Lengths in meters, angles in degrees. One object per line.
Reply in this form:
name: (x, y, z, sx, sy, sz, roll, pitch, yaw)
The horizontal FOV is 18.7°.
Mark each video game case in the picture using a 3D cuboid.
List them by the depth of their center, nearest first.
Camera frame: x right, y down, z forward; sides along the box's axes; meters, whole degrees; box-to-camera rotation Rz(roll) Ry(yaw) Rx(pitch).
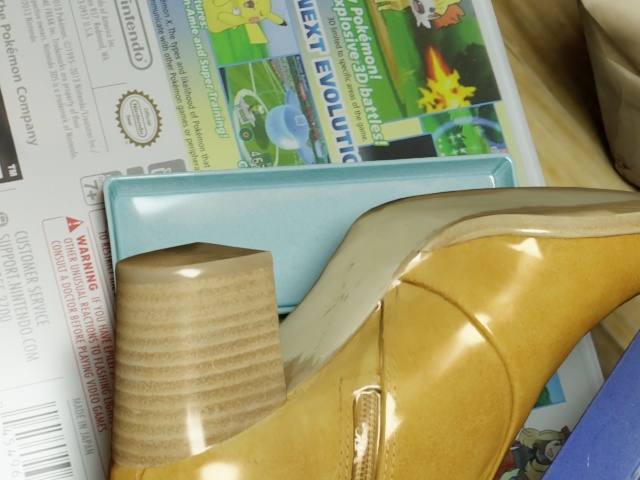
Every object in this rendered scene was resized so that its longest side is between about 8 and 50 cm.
video game case: (-0.033, 0.014, 0.878, 0.300, 0.036, 0.329, -12, 78, -19)

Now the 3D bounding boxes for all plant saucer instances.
plant saucer: (0.000, 0.000, 0.862, 0.192, 0.018, 0.067, -4, 76, -19)

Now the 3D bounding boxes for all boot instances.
boot: (0.044, 0.093, 0.812, 0.295, 0.104, 0.211, -10, 101, -30)

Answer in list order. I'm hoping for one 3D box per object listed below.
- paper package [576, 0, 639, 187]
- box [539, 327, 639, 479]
paper package: (0.328, -0.111, 0.877, 0.309, 0.168, 0.325, 35, 74, 25)
box: (0.119, 0.103, 0.800, 0.036, 0.136, 0.225, 30, 61, 18)
